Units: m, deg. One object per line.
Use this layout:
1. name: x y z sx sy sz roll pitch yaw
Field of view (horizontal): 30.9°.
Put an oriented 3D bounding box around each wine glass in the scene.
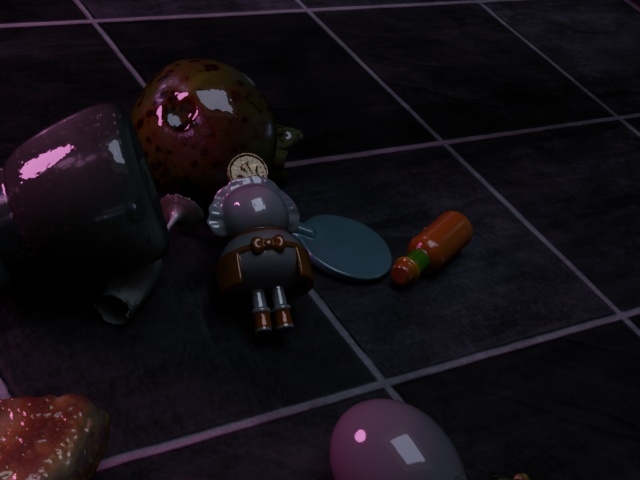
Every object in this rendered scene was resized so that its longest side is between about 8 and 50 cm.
1. wine glass: -0.246 0.028 1.649 0.074 0.074 0.262 21 37 4

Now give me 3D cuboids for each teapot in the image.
1. teapot: -0.373 -0.064 1.567 0.285 0.223 0.305 -19 41 -4

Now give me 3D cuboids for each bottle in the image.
1. bottle: 0.173 0.017 1.847 0.069 0.069 0.187 33 39 19

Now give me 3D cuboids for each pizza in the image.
1. pizza: -0.353 0.265 1.271 0.161 0.086 0.305 33 43 26

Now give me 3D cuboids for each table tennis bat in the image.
1. table tennis bat: 0.000 0.000 1.824 0.237 0.038 0.149 18 37 -8

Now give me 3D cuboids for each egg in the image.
1. egg: 0.095 0.278 1.400 0.146 0.146 0.199 -15 53 -37

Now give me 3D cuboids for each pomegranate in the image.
1. pomegranate: -0.166 -0.174 1.835 0.242 0.242 0.306 28 20 13

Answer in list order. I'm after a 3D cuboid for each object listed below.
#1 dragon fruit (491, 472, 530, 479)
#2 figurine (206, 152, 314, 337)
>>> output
1. dragon fruit: 0.234 0.357 1.354 0.160 0.166 0.172 -35 15 -5
2. figurine: -0.087 0.002 1.650 0.143 0.143 0.271 -4 84 -28
